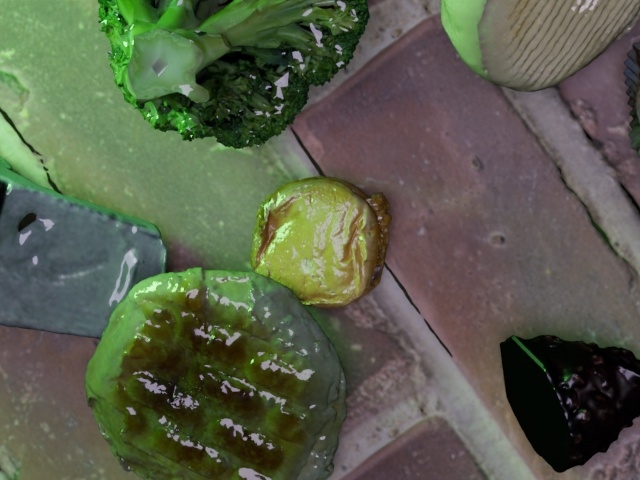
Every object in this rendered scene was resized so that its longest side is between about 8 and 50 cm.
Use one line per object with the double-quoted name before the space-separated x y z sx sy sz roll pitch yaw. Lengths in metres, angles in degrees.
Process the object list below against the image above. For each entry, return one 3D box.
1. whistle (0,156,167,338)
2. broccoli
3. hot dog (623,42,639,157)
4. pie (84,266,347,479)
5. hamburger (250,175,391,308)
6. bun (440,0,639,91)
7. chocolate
"whistle" -0.369 -0.005 1.916 0.405 0.188 0.168 19 98 5
"broccoli" -0.106 -0.225 1.818 0.308 0.275 0.308 4 116 8
"hot dog" 0.433 -0.170 1.847 0.270 0.082 0.162 -22 101 2
"pie" -0.112 0.162 1.926 0.306 0.071 0.306 2 111 6
"hamburger" 0.000 0.000 1.921 0.147 0.083 0.138 7 100 9
"bun" 0.222 -0.288 1.788 0.146 0.287 0.287 41 101 36
"chocolate" 0.281 0.154 1.889 0.133 0.156 0.156 -18 93 -17
